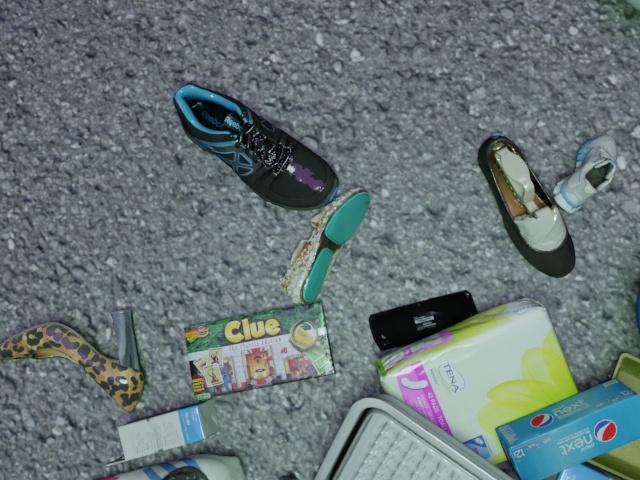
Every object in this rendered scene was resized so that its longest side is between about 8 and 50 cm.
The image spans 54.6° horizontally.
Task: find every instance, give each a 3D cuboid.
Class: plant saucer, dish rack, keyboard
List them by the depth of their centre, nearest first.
[{"bbox_3d":[0.166,0.401,0.961,0.333,0.072,0.285,32,123,17],"label":"dish rack"},{"bbox_3d":[0.537,0.306,1.028,0.188,0.045,0.188,25,84,-3],"label":"plant saucer"},{"bbox_3d":[0.189,0.159,1.107,0.192,0.038,0.100,-14,63,1],"label":"keyboard"}]

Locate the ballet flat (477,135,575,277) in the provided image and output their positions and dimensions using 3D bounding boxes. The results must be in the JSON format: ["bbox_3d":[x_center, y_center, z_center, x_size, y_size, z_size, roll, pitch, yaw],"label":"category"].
[{"bbox_3d":[0.359,-0.061,1.084,0.095,0.096,0.280,-30,81,2],"label":"ballet flat"}]

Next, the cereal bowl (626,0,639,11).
[{"bbox_3d":[0.656,-0.533,1.099,0.339,0.141,0.338,-1,82,5],"label":"cereal bowl"}]

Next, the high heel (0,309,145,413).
[{"bbox_3d":[-0.455,0.240,1.117,0.262,0.093,0.186,-12,75,-5],"label":"high heel"}]

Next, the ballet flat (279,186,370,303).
[{"bbox_3d":[0.000,0.000,1.121,0.077,0.091,0.240,24,79,39],"label":"ballet flat"}]

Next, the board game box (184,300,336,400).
[{"bbox_3d":[-0.112,0.200,1.127,0.260,0.030,0.136,-12,79,4],"label":"board game box"}]

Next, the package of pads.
[{"bbox_3d":[0.262,0.246,1.026,0.297,0.101,0.229,-23,96,1],"label":"package of pads"}]

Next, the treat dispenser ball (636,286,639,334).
[{"bbox_3d":[0.638,0.113,0.936,0.289,0.288,0.287,-1,82,5],"label":"treat dispenser ball"}]

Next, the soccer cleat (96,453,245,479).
[{"bbox_3d":[-0.277,0.445,1.074,0.331,0.143,0.115,-21,80,26],"label":"soccer cleat"}]

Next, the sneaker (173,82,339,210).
[{"bbox_3d":[-0.125,-0.165,1.123,0.341,0.139,0.125,30,84,7],"label":"sneaker"}]

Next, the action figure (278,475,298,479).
[{"bbox_3d":[-0.093,0.587,1.001,0.330,0.178,0.341,-22,78,12],"label":"action figure"}]

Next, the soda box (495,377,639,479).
[{"bbox_3d":[0.384,0.292,0.949,0.210,0.067,0.071,-23,100,1],"label":"soda box"}]

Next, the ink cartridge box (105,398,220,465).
[{"bbox_3d":[-0.279,0.334,1.085,0.180,0.104,0.060,-16,81,3],"label":"ink cartridge box"}]

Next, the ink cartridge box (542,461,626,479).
[{"bbox_3d":[0.474,0.501,0.977,0.308,0.129,0.223,25,85,8],"label":"ink cartridge box"}]

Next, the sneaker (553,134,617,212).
[{"bbox_3d":[0.479,-0.124,1.062,0.071,0.083,0.190,43,60,-4],"label":"sneaker"}]
